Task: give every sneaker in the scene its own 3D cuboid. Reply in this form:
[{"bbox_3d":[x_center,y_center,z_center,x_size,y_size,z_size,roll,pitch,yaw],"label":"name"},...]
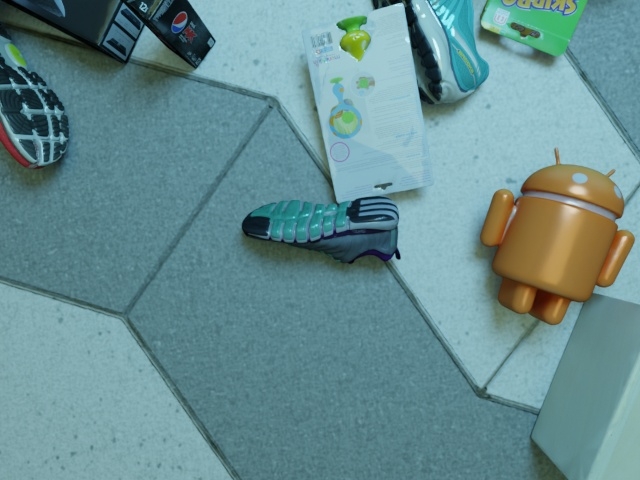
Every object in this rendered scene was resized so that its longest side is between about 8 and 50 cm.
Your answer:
[{"bbox_3d":[0.146,-0.323,0.629,0.110,0.107,0.275,-23,96,-16],"label":"sneaker"},{"bbox_3d":[0.000,0.000,0.647,0.224,0.083,0.098,-1,127,18],"label":"sneaker"},{"bbox_3d":[-0.471,-0.209,0.662,0.118,0.107,0.278,-35,85,19],"label":"sneaker"}]

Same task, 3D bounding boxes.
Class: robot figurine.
[{"bbox_3d":[0.306,-0.005,0.603,0.158,0.128,0.219,22,94,40],"label":"robot figurine"}]

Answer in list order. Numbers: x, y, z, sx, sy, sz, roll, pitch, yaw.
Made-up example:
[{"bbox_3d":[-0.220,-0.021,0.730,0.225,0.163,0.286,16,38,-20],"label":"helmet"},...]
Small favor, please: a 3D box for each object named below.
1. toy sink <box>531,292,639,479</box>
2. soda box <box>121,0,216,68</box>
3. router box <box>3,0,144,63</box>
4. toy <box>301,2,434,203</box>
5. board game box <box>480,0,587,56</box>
[{"bbox_3d":[0.403,0.206,0.595,0.131,0.153,0.234,20,92,2],"label":"toy sink"},{"bbox_3d":[-0.194,-0.287,0.596,0.060,0.169,0.053,38,93,1],"label":"soda box"},{"bbox_3d":[-0.369,-0.435,0.643,0.309,0.081,0.242,29,94,1],"label":"router box"},{"bbox_3d":[0.067,-0.183,0.639,0.137,0.056,0.237,-10,104,11],"label":"toy"},{"bbox_3d":[0.322,-0.390,0.634,0.124,0.039,0.259,23,90,2],"label":"board game box"}]
